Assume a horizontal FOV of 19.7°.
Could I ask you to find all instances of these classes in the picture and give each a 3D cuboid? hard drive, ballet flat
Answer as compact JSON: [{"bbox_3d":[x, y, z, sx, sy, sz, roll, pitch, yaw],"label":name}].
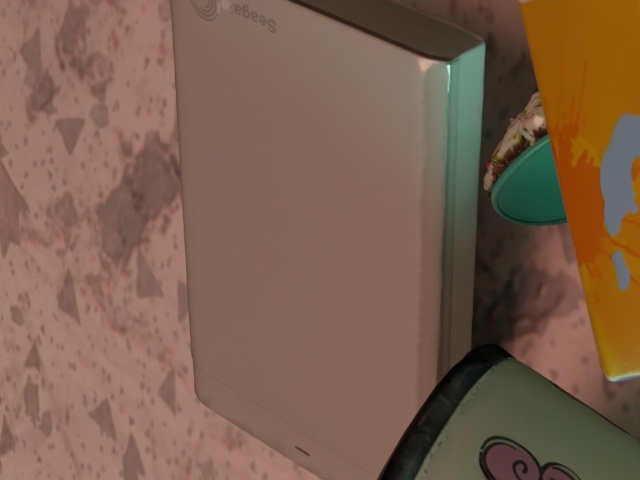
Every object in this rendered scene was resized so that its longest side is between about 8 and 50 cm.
[{"bbox_3d":[0.000,0.000,1.027,0.203,0.040,0.308,27,133,36],"label":"hard drive"},{"bbox_3d":[0.174,-0.083,0.887,0.241,0.091,0.077,-31,41,42],"label":"ballet flat"}]

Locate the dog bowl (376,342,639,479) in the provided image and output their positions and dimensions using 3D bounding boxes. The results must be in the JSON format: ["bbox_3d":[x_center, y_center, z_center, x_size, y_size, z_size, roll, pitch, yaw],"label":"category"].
[{"bbox_3d":[0.070,0.260,0.817,0.150,0.408,0.408,20,112,14],"label":"dog bowl"}]

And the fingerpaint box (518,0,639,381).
[{"bbox_3d":[0.238,-0.180,0.441,0.445,0.163,0.371,-17,85,51],"label":"fingerpaint box"}]
